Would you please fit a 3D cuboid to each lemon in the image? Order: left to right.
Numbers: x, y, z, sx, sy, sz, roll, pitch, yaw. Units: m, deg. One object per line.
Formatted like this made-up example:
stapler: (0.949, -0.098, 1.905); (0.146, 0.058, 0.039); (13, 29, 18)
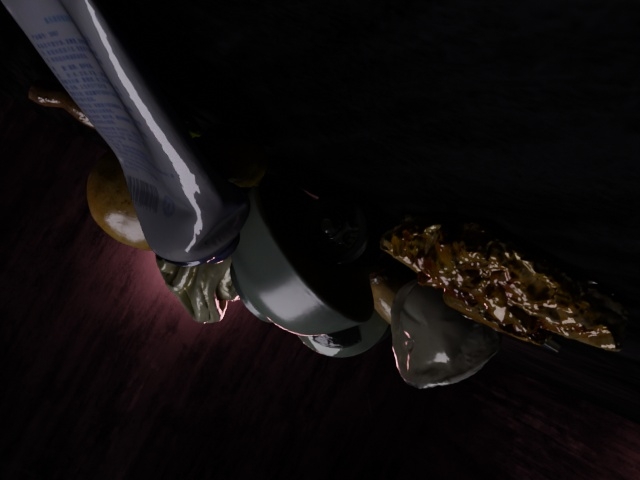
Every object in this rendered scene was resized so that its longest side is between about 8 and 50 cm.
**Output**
lemon: (-0.125, -0.118, 0.885); (0.110, 0.082, 0.082); (28, 175, -12)

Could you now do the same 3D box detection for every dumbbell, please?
dumbbell: (0.054, -0.002, 1.031); (0.110, 0.110, 0.254); (26, -179, 23)

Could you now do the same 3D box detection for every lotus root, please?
lotus root: (0.221, 0.163, 1.570); (0.303, 0.131, 0.146); (33, -153, -30)

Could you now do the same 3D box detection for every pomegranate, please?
pomegranate: (-0.307, -0.095, 1.230); (0.260, 0.261, 0.260); (27, 175, 2)

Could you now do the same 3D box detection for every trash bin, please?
trash bin: (0.082, 0.182, 1.812); (0.280, 0.280, 0.432); (26, 178, 15)

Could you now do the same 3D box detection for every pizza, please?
pizza: (0.197, 0.042, 0.774); (0.335, 0.086, 0.226); (27, 177, 32)
pizza: (0.309, 0.118, 1.062); (0.193, 0.069, 0.154); (22, 177, -17)

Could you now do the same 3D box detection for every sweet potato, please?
sweet potato: (-0.483, -0.272, 1.382); (0.281, 0.059, 0.067); (25, 140, -5)

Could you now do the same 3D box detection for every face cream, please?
face cream: (-0.218, -0.127, 0.738); (0.234, 0.137, 0.420); (23, 152, 44)

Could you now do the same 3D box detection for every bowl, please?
bowl: (-0.054, 0.047, 1.057); (0.289, 0.146, 0.289); (44, -159, -22)

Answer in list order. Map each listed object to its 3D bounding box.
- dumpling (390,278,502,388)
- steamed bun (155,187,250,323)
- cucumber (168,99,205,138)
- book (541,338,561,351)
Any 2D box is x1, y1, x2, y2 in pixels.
dumpling: (0.234, 0.190, 1.304); (0.175, 0.227, 0.243); (30, -177, -3)
steamed bun: (-0.276, 0.006, 1.531); (0.237, 0.347, 0.394); (37, 153, -33)
cucumber: (-0.266, -0.198, 0.930); (0.227, 0.069, 0.069); (26, 176, -19)
book: (0.380, 0.170, 1.445); (0.190, 0.025, 0.269); (31, 174, -29)
